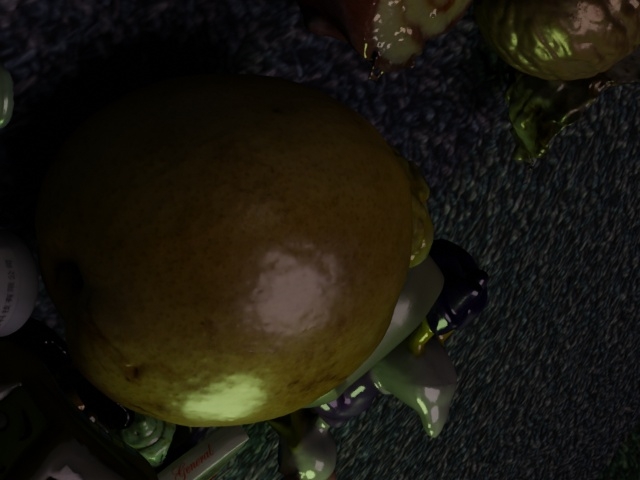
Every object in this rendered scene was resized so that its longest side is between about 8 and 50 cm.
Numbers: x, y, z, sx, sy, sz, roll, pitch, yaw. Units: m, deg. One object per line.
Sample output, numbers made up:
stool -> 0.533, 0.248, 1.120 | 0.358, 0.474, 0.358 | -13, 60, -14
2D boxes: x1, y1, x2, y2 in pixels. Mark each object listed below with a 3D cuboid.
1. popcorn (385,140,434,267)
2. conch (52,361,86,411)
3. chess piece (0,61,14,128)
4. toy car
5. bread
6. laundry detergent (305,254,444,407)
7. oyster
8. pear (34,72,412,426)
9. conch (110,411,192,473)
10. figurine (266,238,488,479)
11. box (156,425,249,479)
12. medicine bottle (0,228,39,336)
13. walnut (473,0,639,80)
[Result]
popcorn -> 0.006, 0.001, 1.536 | 0.235, 0.181, 0.216 | -55, 153, 14
conch -> -0.265, 0.157, 1.448 | 0.232, 0.086, 0.080 | -24, 156, -36
chess piece -> -0.293, -0.099, 1.095 | 0.149, 0.059, 0.059 | -13, 137, -44
toy car -> -0.241, 0.191, 1.295 | 0.204, 0.198, 0.248 | -50, 116, -13
bread -> 0.072, -0.268, 1.334 | 0.190, 0.123, 0.244 | 2, 125, -55
laundry detergent -> 0.003, 0.088, 1.671 | 0.253, 0.181, 0.091 | -45, 128, -7
oyster -> 0.319, -0.228, 1.708 | 0.133, 0.198, 0.337 | 46, 78, -20
pear -> -0.079, 0.007, 1.288 | 0.314, 0.314, 0.314 | -36, 151, -23
conch -> -0.181, 0.211, 1.673 | 0.105, 0.079, 0.170 | -32, 166, -17
figurine -> 0.052, 0.175, 1.826 | 0.421, 0.193, 0.154 | -40, 165, 24
box -> -0.161, 0.274, 1.733 | 0.139, 0.035, 0.245 | -36, 174, -21
medicine bottle -> -0.332, 0.032, 1.170 | 0.260, 0.095, 0.095 | 4, 124, -56
walnut -> 0.242, -0.258, 1.540 | 0.213, 0.213, 0.213 | -36, 151, -23
